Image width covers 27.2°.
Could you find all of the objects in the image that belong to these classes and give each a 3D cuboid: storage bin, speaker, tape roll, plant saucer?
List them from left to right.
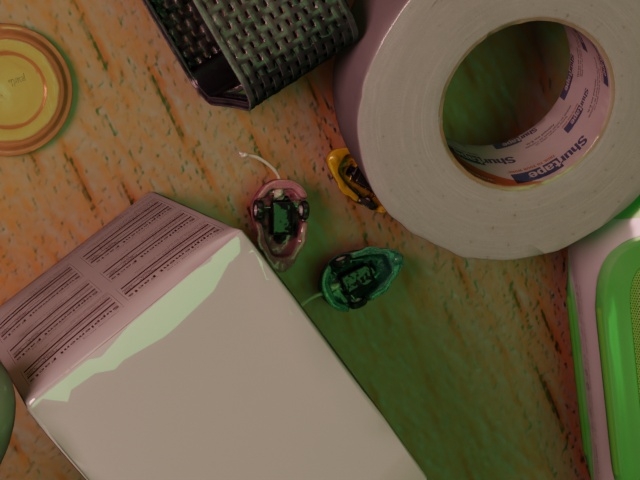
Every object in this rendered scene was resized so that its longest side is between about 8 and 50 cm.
[{"bbox_3d":[-0.198,-0.094,0.833,0.083,0.013,0.083,-3,99,-21],"label":"plant saucer"},{"bbox_3d":[-0.067,-0.179,0.812,0.084,0.122,0.180,-34,108,-13],"label":"storage bin"},{"bbox_3d":[0.121,-0.098,0.850,0.219,0.072,0.219,-6,117,-11],"label":"tape roll"},{"bbox_3d":[0.255,0.091,0.973,0.131,0.131,0.296,-12,102,-19],"label":"speaker"}]

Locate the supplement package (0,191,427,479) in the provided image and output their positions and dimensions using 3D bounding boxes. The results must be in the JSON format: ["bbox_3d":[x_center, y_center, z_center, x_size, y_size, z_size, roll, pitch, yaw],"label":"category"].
[{"bbox_3d":[-0.078,0.096,0.805,0.149,0.203,0.194,-40,110,-11],"label":"supplement package"}]

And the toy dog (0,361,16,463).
[{"bbox_3d":[-0.219,0.220,0.724,0.220,0.161,0.333,-9,129,12],"label":"toy dog"}]

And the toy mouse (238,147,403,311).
[{"bbox_3d":[0.000,0.000,0.912,0.161,0.031,0.143,22,89,-22],"label":"toy mouse"}]
